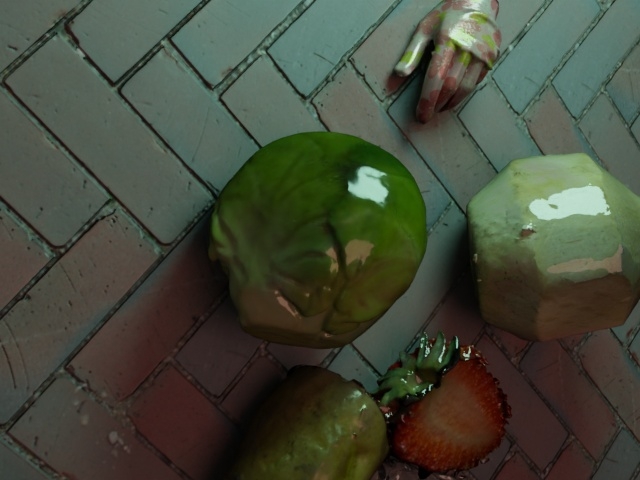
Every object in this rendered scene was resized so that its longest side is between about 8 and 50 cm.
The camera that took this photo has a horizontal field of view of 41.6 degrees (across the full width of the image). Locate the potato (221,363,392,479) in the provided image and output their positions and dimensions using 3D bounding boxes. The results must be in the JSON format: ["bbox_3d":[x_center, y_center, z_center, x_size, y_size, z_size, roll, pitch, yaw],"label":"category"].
[{"bbox_3d":[-0.041,0.352,1.246,0.266,0.229,0.229,-47,115,-36],"label":"potato"}]

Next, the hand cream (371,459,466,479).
[{"bbox_3d":[0.154,0.428,1.470,0.257,0.050,0.084,24,81,-36],"label":"hand cream"}]

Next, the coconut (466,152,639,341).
[{"bbox_3d":[0.429,0.009,1.476,0.353,0.353,0.352,-1,93,-31],"label":"coconut"}]

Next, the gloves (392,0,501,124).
[{"bbox_3d":[0.224,-0.312,1.445,0.145,0.126,0.241,31,68,-34],"label":"gloves"}]

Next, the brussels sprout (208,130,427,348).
[{"bbox_3d":[0.000,0.000,1.242,0.344,0.344,0.268,-57,151,-17],"label":"brussels sprout"}]

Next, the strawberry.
[{"bbox_3d":[0.198,0.294,1.459,0.233,0.138,0.306,-46,133,-10],"label":"strawberry"}]
